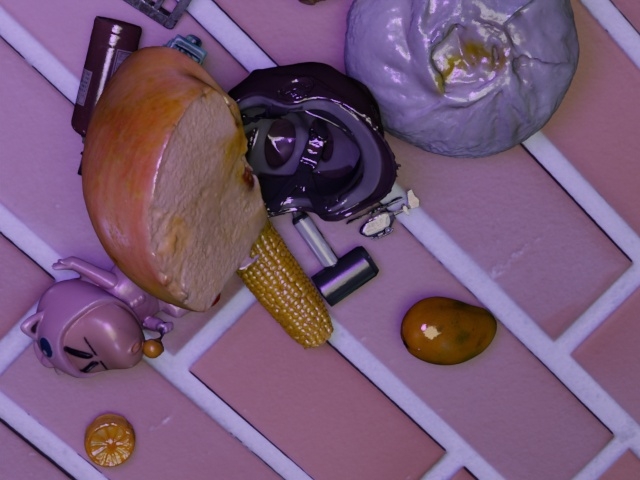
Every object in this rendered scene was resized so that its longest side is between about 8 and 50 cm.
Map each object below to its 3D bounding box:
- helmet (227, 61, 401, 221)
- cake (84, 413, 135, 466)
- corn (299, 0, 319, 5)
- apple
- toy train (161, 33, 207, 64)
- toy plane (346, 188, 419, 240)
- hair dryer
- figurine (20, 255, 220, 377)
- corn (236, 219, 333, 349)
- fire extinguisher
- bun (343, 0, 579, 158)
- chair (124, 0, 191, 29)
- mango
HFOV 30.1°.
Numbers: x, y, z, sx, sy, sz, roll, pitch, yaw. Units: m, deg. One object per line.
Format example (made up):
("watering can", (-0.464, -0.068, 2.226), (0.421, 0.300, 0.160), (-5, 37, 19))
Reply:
("helmet", (-0.016, -0.160, 1.738), (0.305, 0.177, 0.225), (-1, 131, 19))
("cake", (-0.336, 0.318, 1.895), (0.084, 0.044, 0.084), (-3, 104, -10))
("corn", (0.030, -0.498, 1.731), (0.119, 0.119, 0.321), (20, 94, -13))
("apple", (-0.209, -0.089, 1.639), (0.252, 0.314, 0.309), (-23, 135, -1))
("toy train", (-0.228, -0.227, 1.758), (0.070, 0.099, 0.172), (31, 96, -12))
("toy plane", (0.103, -0.036, 1.894), (0.121, 0.031, 0.049), (-25, 97, 0))
("hair dryer", (0.000, 0.000, 1.878), (0.100, 0.057, 0.197), (-37, 100, -2))
("figurine", (-0.300, 0.098, 1.790), (0.287, 0.186, 0.176), (-32, 132, -18))
("corn", (-0.072, 0.057, 1.854), (0.091, 0.091, 0.260), (-23, 108, 32))
("fire extinguisher", (-0.323, -0.210, 1.747), (0.071, 0.099, 0.231), (14, 99, -8))
("bun", (0.212, -0.286, 1.761), (0.362, 0.211, 0.361), (-2, 105, -8))
("chair", (-0.190, -0.457, 1.710), (0.136, 0.147, 0.270), (31, 140, -12))
("mango", (0.206, 0.150, 1.924), (0.163, 0.089, 0.111), (19, 98, -21))
